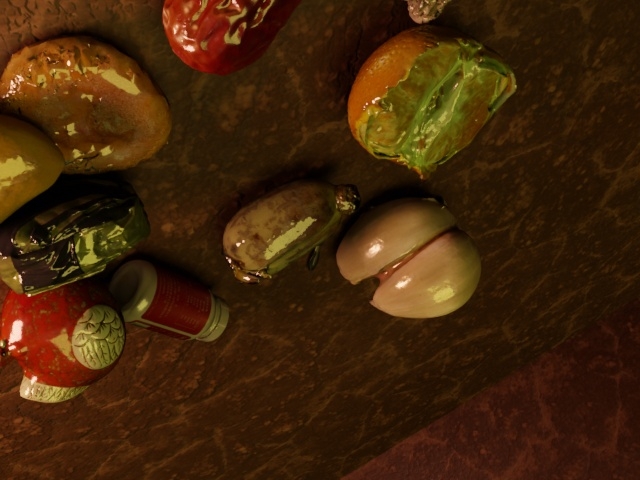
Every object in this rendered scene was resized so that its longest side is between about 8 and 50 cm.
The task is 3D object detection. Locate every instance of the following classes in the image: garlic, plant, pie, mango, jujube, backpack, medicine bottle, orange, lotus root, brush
[{"bbox_3d":[0.212,0.035,1.506,0.313,0.249,0.286,-22,98,-12],"label":"garlic"},{"bbox_3d":[0.170,-0.439,1.100,0.121,0.104,0.117,20,85,-9],"label":"plant"},{"bbox_3d":[-0.364,-0.196,1.013,0.273,0.069,0.273,-10,139,-9],"label":"pie"},{"bbox_3d":[-0.554,-0.087,0.940,0.331,0.142,0.195,-32,123,10],"label":"mango"},{"bbox_3d":[-0.118,-0.355,0.914,0.174,0.174,0.250,15,122,-42],"label":"jujube"},{"bbox_3d":[-0.416,-0.027,1.072,0.253,0.207,0.140,-22,129,-21],"label":"backpack"},{"bbox_3d":[-0.316,0.134,1.362,0.131,0.131,0.250,-42,141,15],"label":"medicine bottle"},{"bbox_3d":[0.199,-0.270,1.192,0.334,0.196,0.262,7,144,-32],"label":"orange"},{"bbox_3d":[-0.062,-0.033,1.323,0.309,0.173,0.173,-31,142,2],"label":"lotus root"},{"bbox_3d":[0.000,0.000,1.506,0.062,0.016,0.193,-6,136,-26],"label":"brush"}]

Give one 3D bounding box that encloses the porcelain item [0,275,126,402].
[{"bbox_3d":[-0.496,0.173,1.186,0.252,0.253,0.253,-18,141,-15],"label":"porcelain item"}]
